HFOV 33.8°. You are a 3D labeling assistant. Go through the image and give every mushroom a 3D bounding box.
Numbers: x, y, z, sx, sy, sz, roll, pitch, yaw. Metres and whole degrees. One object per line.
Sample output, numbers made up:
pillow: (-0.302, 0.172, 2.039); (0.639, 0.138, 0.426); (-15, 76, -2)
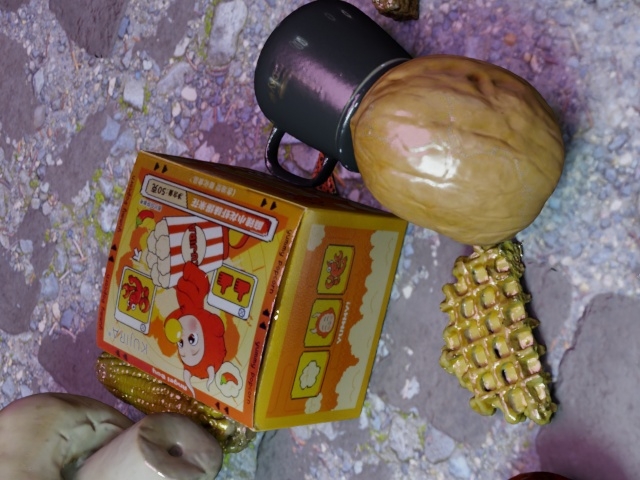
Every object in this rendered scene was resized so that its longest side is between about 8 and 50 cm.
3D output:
mushroom: (-0.313, 0.344, 1.338); (0.325, 0.353, 0.353); (25, 103, 15)

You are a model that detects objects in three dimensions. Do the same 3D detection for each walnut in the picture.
walnut: (0.138, -0.095, 1.087); (0.221, 0.195, 0.195); (15, 90, -4)

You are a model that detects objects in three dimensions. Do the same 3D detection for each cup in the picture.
cup: (0.017, -0.157, 1.240); (0.176, 0.169, 0.223); (38, 113, 29)

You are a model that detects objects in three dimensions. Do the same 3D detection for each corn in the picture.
corn: (-0.194, 0.209, 1.432); (0.320, 0.097, 0.097); (14, 95, 43)

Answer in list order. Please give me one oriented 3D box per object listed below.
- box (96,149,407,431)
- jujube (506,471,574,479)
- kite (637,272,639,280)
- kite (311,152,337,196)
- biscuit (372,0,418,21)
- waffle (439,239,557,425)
box: (-0.089, 0.054, 1.268); (0.283, 0.214, 0.259); (19, 100, 37)
jujube: (0.214, 0.340, 1.027); (0.155, 0.155, 0.230); (12, 102, 41)
kite: (0.392, 0.083, 0.984); (0.127, 0.016, 0.229); (-40, 58, 35)
kite: (0.001, 0.000, 1.336); (0.125, 0.008, 0.222); (34, 108, 38)
biscuit: (0.084, -0.363, 1.263); (0.034, 0.064, 0.199); (-10, 80, 41)
waffle: (0.195, 0.095, 1.133); (0.160, 0.046, 0.192); (17, 97, 43)
